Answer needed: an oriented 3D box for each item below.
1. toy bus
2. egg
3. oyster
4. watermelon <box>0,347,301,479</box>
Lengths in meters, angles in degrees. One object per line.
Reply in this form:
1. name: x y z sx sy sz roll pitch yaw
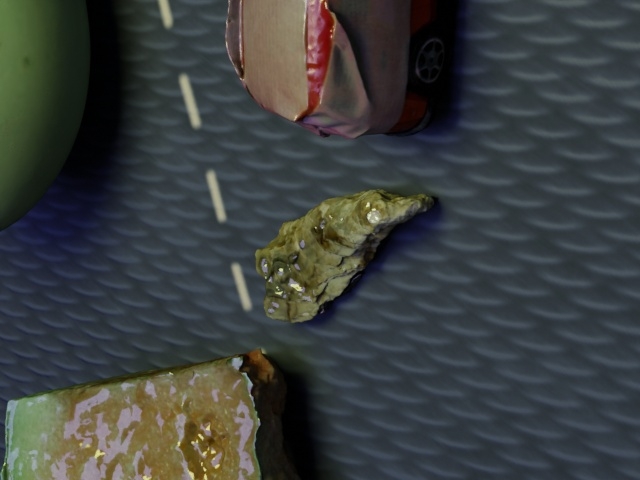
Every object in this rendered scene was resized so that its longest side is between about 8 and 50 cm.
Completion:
1. toy bus: 0.017 -0.225 1.308 0.127 0.147 0.303 20 113 45
2. egg: -0.347 -0.191 1.569 0.276 0.276 0.389 -2 98 44
3. oyster: 0.002 0.000 1.436 0.106 0.061 0.200 53 131 22
4. watermelon: -0.123 0.239 1.582 0.302 0.151 0.264 -17 86 28
